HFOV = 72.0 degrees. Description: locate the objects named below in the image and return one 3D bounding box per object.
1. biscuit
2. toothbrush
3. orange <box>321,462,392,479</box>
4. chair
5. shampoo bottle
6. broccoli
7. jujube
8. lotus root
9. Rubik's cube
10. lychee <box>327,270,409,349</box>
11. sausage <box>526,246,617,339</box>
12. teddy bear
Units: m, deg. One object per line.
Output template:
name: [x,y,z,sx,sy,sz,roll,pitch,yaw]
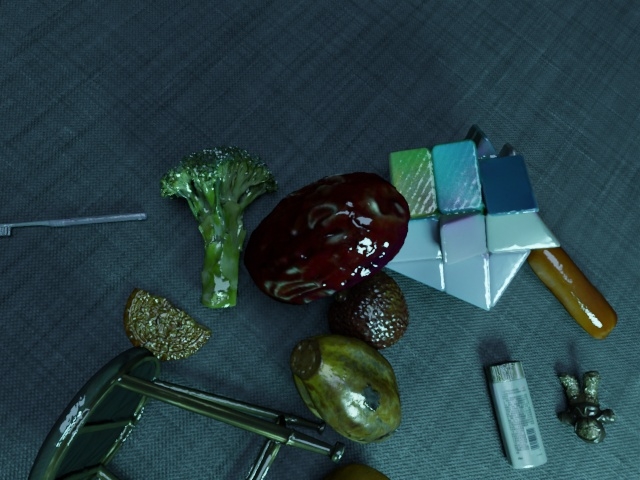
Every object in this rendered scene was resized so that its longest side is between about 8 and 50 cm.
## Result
biscuit: [-0.357,0.199,0.987,0.206,0.025,0.126,30,73,1]
toothbrush: [-0.586,-0.037,1.021,0.353,0.024,0.029,-6,81,-10]
orange: [0.094,0.568,0.852,0.183,0.249,0.249,3,74,-24]
chair: [-0.236,0.413,0.786,0.409,0.365,0.362,27,73,5]
shampoo bottle: [0.455,0.402,1.030,0.086,0.056,0.228,-8,76,-8]
broccoli: [-0.247,-0.038,0.997,0.252,0.221,0.362,28,69,-38]
jujube: [0.000,0.000,0.903,0.258,0.376,0.259,18,56,-28]
lotus root: [0.052,0.300,0.884,0.193,0.193,0.291,-49,125,-17]
Rubik's cube: [0.301,-0.063,1.002,0.387,0.358,0.368,24,114,0]
lychee: [0.107,0.161,0.984,0.194,0.194,0.195,2,74,-8]
sausage: [0.639,0.122,1.121,0.089,0.083,0.300,-37,84,-28]
teddy bear: [0.629,0.398,1.048,0.119,0.078,0.161,-14,55,31]
